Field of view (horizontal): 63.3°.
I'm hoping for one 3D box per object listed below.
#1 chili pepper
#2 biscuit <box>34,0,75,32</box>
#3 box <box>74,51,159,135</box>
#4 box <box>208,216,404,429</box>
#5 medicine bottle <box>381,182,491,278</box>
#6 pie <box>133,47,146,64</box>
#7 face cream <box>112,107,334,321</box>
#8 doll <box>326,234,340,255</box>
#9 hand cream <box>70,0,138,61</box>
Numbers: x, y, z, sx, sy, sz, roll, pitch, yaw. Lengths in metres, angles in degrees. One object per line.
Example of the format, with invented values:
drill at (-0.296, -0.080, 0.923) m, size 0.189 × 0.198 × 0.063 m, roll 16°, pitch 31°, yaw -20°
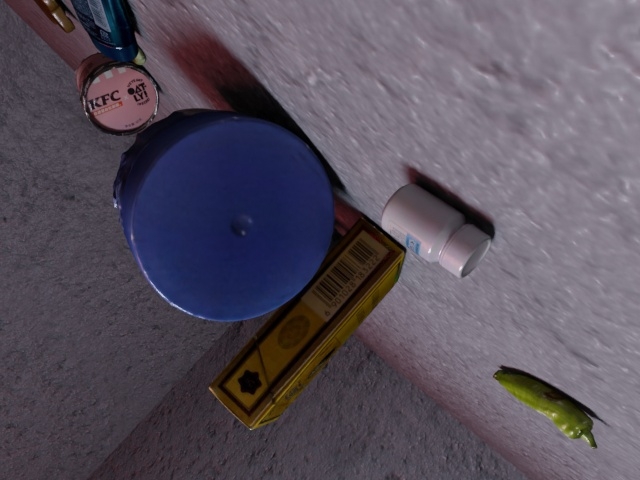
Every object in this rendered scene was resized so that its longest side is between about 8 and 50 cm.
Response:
chili pepper at (0.296, 0.213, 0.722) m, size 0.049 × 0.043 × 0.208 m, roll 19°, pitch -175°, yaw -20°
biscuit at (-0.620, -0.553, 1.106) m, size 0.180 × 0.039 × 0.236 m, roll 40°, pitch 171°, yaw 30°
box at (-0.432, -0.314, 1.085) m, size 0.135 × 0.151 × 0.151 m, roll 46°, pitch 175°, yaw 40°
box at (-0.007, 0.125, 0.755) m, size 0.084 × 0.301 × 0.193 m, roll 40°, pitch 172°, yaw 15°
medicine bottle at (0.101, -0.009, 0.458) m, size 0.089 × 0.052 × 0.052 m, roll 38°, pitch 170°, yaw 28°
pie at (-0.347, -0.348, 0.933) m, size 0.084 × 0.021 × 0.084 m, roll 41°, pitch 171°, yaw 8°
face cream at (-0.137, -0.047, 0.693) m, size 0.249 × 0.249 × 0.225 m, roll 48°, pitch 172°, yaw -28°
doll at (0.000, 0.000, 0.899) m, size 0.158 × 0.059 × 0.159 m, roll 43°, pitch -171°, yaw -10°
hand cream at (-0.310, -0.342, 0.700) m, size 0.120 × 0.061 × 0.270 m, roll 41°, pitch 166°, yaw 2°
